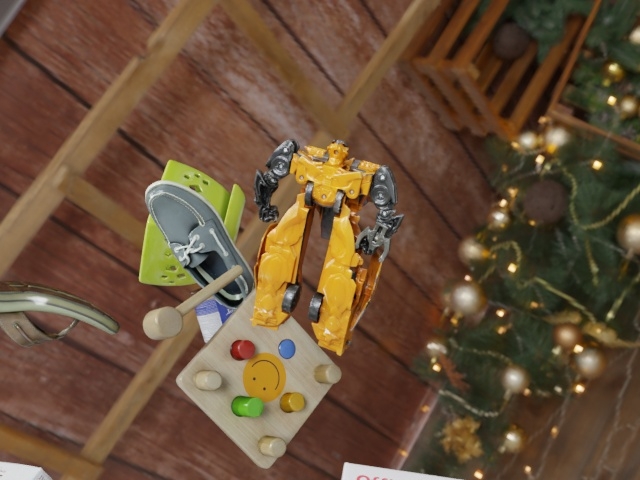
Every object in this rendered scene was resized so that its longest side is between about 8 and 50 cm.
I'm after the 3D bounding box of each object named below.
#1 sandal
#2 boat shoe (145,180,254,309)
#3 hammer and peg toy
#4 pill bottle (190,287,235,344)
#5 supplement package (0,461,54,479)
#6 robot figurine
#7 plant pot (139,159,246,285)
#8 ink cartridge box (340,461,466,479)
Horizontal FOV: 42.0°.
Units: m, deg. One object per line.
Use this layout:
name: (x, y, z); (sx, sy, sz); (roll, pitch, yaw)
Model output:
sandal: (-0.445, 0.107, 1.208); (0.302, 0.086, 0.120); (10, -178, -25)
boat shoe: (-0.241, 0.014, 1.698); (0.319, 0.116, 0.099); (54, -164, -27)
hammer and peg toy: (-0.140, 0.216, 1.583); (0.361, 0.266, 0.127); (50, 151, -16)
pill bottle: (-0.257, 0.223, 2.210); (0.123, 0.122, 0.219); (177, 76, -71)
supplement package: (-0.477, 0.488, 1.300); (0.149, 0.203, 0.194); (-7, 129, 39)
robot figurine: (0.000, 0.000, 1.146); (0.211, 0.291, 0.085); (18, -161, 13)
plant pot: (-0.304, -0.023, 2.015); (0.207, 0.227, 0.228); (14, 136, -7)
ink cartridge box: (0.101, 0.460, 1.056); (0.198, 0.270, 0.197); (8, 128, 3)
